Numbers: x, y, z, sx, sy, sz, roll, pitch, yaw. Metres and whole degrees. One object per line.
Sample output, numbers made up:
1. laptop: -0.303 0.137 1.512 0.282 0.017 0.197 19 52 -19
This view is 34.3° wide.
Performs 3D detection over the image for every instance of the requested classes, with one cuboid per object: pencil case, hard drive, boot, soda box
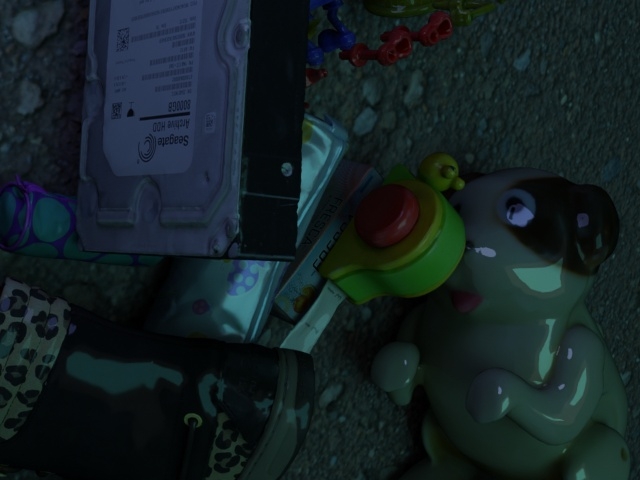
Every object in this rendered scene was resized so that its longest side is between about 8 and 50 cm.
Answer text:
1. pencil case: -0.209 -0.015 0.921 0.152 0.064 0.070 6 123 -42
2. pencil case: -0.071 -0.004 1.004 0.113 0.124 0.273 25 86 -42
3. hard drive: -0.105 -0.154 0.811 0.064 0.237 0.338 3 89 -41
4. boot: -0.206 0.202 0.932 0.284 0.138 0.377 22 125 -21
5. soda box: 0.000 0.000 1.104 0.183 0.063 0.058 -53 129 -15

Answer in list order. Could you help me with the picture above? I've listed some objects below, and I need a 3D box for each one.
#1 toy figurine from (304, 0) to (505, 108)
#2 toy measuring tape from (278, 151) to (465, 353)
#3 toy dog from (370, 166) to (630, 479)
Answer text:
1. toy figurine: 0.017 -0.282 0.958 0.363 0.191 0.217 -31 117 -30
2. toy measuring tape: 0.056 0.049 1.047 0.121 0.121 0.330 44 74 -39
3. toy dog: 0.244 0.117 1.207 0.395 0.285 0.407 -27 117 -32
